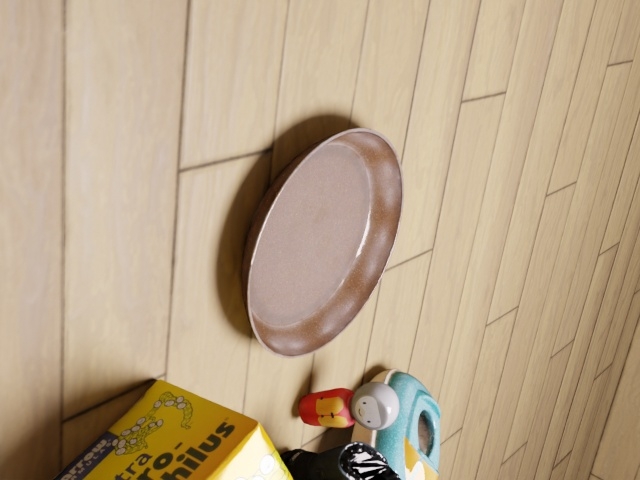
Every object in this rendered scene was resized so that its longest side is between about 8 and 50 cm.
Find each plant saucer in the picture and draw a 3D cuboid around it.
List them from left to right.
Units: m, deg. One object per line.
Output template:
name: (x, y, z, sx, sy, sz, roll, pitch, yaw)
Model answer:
plant saucer: (0.000, 0.000, 1.110, 0.310, 0.050, 0.311, -33, 135, -39)

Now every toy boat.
toy boat: (0.104, 0.302, 1.316, 0.318, 0.148, 0.268, 45, 44, -45)

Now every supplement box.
supplement box: (-0.116, 0.363, 0.958, 0.194, 0.195, 0.357, -44, 123, -30)

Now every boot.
boot: (0.051, 0.391, 1.201, 0.094, 0.207, 0.246, -34, 96, -34)
